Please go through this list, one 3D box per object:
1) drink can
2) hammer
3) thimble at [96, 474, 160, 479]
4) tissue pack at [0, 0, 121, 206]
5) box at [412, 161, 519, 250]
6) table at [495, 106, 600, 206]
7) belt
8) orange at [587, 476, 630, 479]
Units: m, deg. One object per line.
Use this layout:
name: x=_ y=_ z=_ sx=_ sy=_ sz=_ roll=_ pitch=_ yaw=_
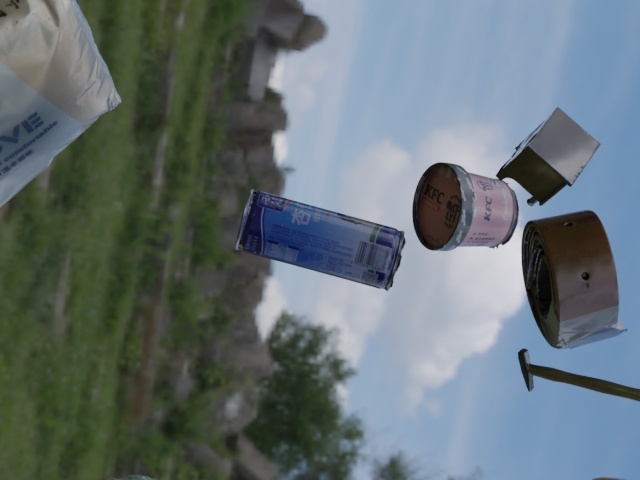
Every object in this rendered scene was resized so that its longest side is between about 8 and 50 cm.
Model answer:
drink can: x=0.000 y=0.000 z=1.824 sx=0.097 sy=0.235 sz=0.097 roll=-166 pitch=-90 yaw=-89
hammer: x=0.339 y=0.186 z=1.622 sx=0.199 sy=0.013 sz=0.062 roll=11 pitch=-58 yaw=47
thimble: x=-0.178 y=0.346 z=1.252 sx=0.185 sy=0.211 sz=0.149 roll=-51 pitch=148 yaw=-21
tissue pack: x=-0.469 y=-0.196 z=1.717 sx=0.195 sy=0.375 sz=0.390 roll=46 pitch=-8 yaw=22
box: x=0.252 y=-0.051 z=2.150 sx=0.151 sy=0.135 sz=0.151 roll=-22 pitch=-115 yaw=58
table: x=0.270 y=-0.095 z=1.506 sx=0.083 sy=0.070 sz=0.082 roll=-50 pitch=-178 yaw=-35
belt: x=0.352 y=0.058 z=1.765 sx=0.261 sy=0.105 sz=0.184 roll=81 pitch=-5 yaw=-66
orange: x=0.479 y=0.443 z=2.003 sx=0.112 sy=0.170 sz=0.160 roll=80 pitch=1 yaw=-51
